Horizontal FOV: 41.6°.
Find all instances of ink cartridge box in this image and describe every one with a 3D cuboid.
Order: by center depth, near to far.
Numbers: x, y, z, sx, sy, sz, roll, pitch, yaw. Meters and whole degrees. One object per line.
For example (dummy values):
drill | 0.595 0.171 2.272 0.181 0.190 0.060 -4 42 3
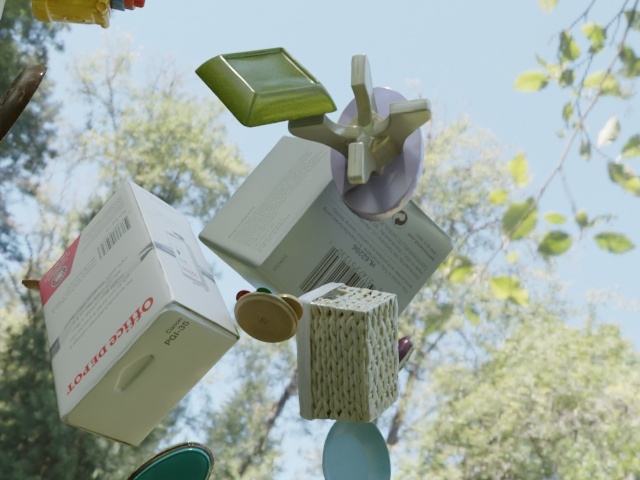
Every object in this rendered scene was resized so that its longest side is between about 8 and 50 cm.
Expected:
ink cartridge box | -0.244 0.088 1.078 0.207 0.283 0.117 -46 -51 11

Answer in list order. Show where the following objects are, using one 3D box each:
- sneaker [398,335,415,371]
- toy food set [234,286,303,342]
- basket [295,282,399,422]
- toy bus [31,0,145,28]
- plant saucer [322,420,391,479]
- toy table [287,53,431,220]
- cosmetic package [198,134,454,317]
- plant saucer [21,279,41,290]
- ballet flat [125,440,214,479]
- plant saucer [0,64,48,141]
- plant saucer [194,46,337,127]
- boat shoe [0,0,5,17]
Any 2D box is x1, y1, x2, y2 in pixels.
sneaker | 0.064 0.197 1.299 0.084 0.069 0.185 46 -71 5
toy food set | -0.065 0.089 1.002 0.083 0.020 0.083 20 -49 1
basket | 0.038 0.149 1.115 0.103 0.113 0.167 3 -79 29
toy bus | -0.423 -0.508 1.565 0.212 0.220 0.149 8 -5 -9
plant saucer | 0.061 0.433 1.621 0.037 0.195 0.195 -20 -48 42
toy table | 0.084 -0.190 1.514 0.252 0.274 0.161 -16 -28 11
cosmetic package | 0.000 0.000 1.836 0.329 0.327 0.394 43 -11 -26
plant saucer | -0.494 0.083 1.513 0.084 0.013 0.083 5 -11 1
ballet flat | -0.330 0.489 1.525 0.123 0.348 0.123 40 -4 3
plant saucer | -0.611 -0.276 1.675 0.036 0.198 0.199 35 -36 -26
plant saucer | -0.090 -0.274 1.440 0.188 0.188 0.045 49 -39 35
boat shoe | -0.621 -0.413 1.454 0.099 0.319 0.116 -26 -57 20
